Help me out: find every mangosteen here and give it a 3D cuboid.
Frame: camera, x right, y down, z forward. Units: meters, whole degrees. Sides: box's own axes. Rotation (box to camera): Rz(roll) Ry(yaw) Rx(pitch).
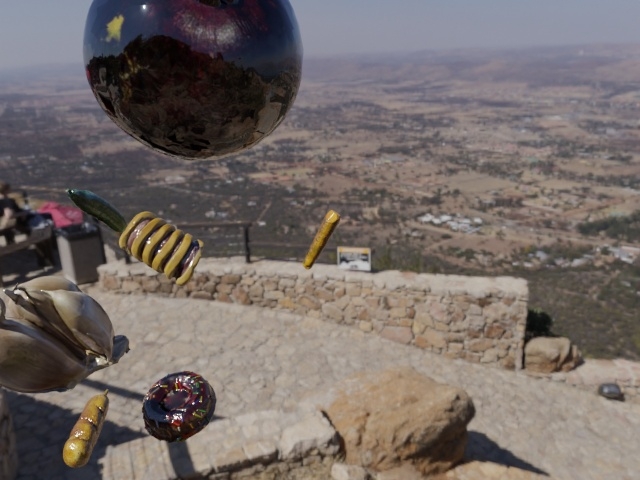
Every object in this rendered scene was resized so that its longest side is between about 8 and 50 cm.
[{"bbox_3d":[-0.135,-0.182,0.598,0.228,0.228,0.265,-9,-22,-19],"label":"mangosteen"}]

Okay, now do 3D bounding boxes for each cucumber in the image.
[{"bbox_3d":[-0.380,-0.056,0.930,0.037,0.037,0.155,6,-21,21],"label":"cucumber"}]

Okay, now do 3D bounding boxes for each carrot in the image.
[{"bbox_3d":[0.000,0.000,1.430,0.042,0.171,0.042,27,15,-8],"label":"carrot"}]

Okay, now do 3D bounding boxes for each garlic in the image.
[{"bbox_3d":[-0.542,0.190,1.078,0.237,0.292,0.210,-13,42,38],"label":"garlic"}]

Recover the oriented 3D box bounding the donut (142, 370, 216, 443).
[{"bbox_3d":[-0.437,0.497,1.656,0.235,0.089,0.235,-6,39,5],"label":"donut"}]

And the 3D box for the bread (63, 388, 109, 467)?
[{"bbox_3d":[-0.779,0.618,1.833,0.084,0.124,0.344,18,21,-12],"label":"bread"}]

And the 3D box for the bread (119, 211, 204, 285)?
[{"bbox_3d":[-0.416,0.017,1.442,0.225,0.081,0.134,27,70,9],"label":"bread"}]
